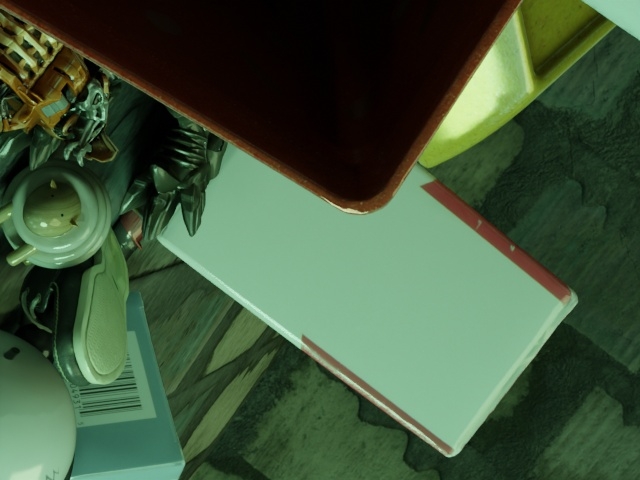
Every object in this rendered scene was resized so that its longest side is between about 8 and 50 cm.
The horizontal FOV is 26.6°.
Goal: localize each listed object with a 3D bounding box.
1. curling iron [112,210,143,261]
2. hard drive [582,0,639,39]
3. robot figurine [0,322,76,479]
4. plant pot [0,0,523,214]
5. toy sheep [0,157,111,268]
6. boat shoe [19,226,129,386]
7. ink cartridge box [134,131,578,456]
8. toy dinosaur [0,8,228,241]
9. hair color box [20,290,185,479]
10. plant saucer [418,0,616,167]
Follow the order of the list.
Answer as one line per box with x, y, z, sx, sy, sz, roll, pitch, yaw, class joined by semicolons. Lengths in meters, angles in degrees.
-0.179;-0.010;1.326;0.274;0.035;0.068;-54;172;-1;curling iron
-0.008;-0.226;0.289;0.047;0.353;0.233;-46;169;-42;hard drive
-0.287;0.182;1.062;0.173;0.209;0.278;-3;147;-21;robot figurine
-0.018;-0.218;0.659;0.267;0.267;0.236;-57;-170;18;plant pot
-0.200;-0.019;1.021;0.091;0.091;0.132;-54;-174;0;toy sheep
-0.196;0.052;1.069;0.079;0.084;0.233;-17;-154;-1;boat shoe
0.000;0.000;1.130;0.160;0.279;0.384;-53;-167;-2;ink cartridge box
-0.124;-0.127;0.823;0.322;0.164;0.218;-27;144;-23;toy dinosaur
-0.244;0.230;1.333;0.113;0.185;0.374;-4;146;-24;hair color box
0.159;-0.259;0.910;0.333;0.081;0.333;-41;130;-29;plant saucer
